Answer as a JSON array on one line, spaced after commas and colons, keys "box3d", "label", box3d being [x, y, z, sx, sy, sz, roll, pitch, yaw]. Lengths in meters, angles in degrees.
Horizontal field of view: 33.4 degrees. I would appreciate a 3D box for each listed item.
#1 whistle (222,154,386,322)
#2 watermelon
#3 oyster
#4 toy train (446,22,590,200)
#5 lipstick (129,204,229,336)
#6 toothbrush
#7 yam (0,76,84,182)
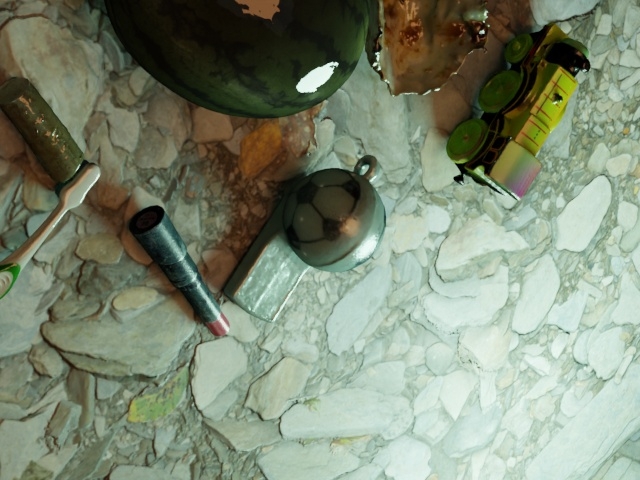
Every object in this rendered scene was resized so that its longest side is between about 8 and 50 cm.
[{"box3d": [0.000, 0.000, 1.535, 0.163, 0.163, 0.290, 36, 85, -40], "label": "whistle"}, {"box3d": [-0.104, -0.293, 1.258, 0.359, 0.279, 0.279, 27, 91, -37], "label": "watermelon"}, {"box3d": [0.098, -0.359, 1.478, 0.198, 0.133, 0.337, -46, 123, -19], "label": "oyster"}, {"box3d": [0.320, -0.207, 1.692, 0.100, 0.160, 0.296, 33, 87, -34], "label": "toy train"}, {"box3d": [-0.184, 0.051, 1.484, 0.053, 0.053, 0.234, -43, 130, -16], "label": "lipstick"}, {"box3d": [-0.413, 0.065, 1.324, 0.418, 0.040, 0.042, -53, 132, -8], "label": "toothbrush"}, {"box3d": [-0.338, -0.134, 1.293, 0.054, 0.054, 0.132, -42, 127, -16], "label": "yam"}]
